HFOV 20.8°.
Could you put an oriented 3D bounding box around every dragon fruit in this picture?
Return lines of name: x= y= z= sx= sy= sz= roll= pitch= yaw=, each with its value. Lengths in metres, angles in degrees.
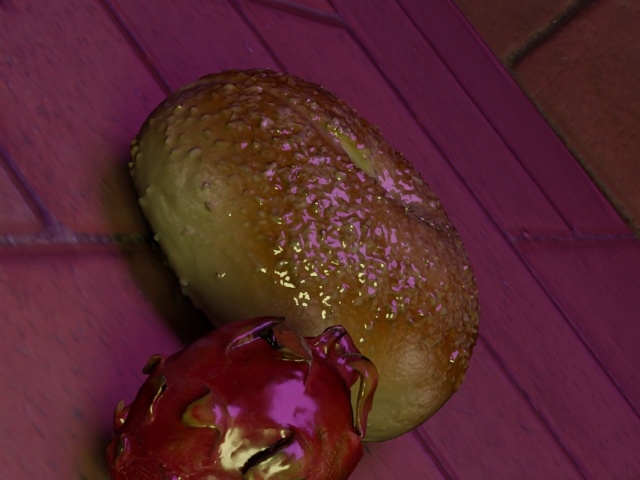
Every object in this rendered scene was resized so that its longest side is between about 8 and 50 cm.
dragon fruit: x=-0.038 y=0.110 z=0.984 sx=0.166 sy=0.136 sz=0.133 roll=-32 pitch=99 yaw=-35

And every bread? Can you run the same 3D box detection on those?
bread: x=0.000 y=0.000 z=1.268 sx=0.305 sy=0.159 sz=0.305 roll=44 pitch=20 yaw=-21
